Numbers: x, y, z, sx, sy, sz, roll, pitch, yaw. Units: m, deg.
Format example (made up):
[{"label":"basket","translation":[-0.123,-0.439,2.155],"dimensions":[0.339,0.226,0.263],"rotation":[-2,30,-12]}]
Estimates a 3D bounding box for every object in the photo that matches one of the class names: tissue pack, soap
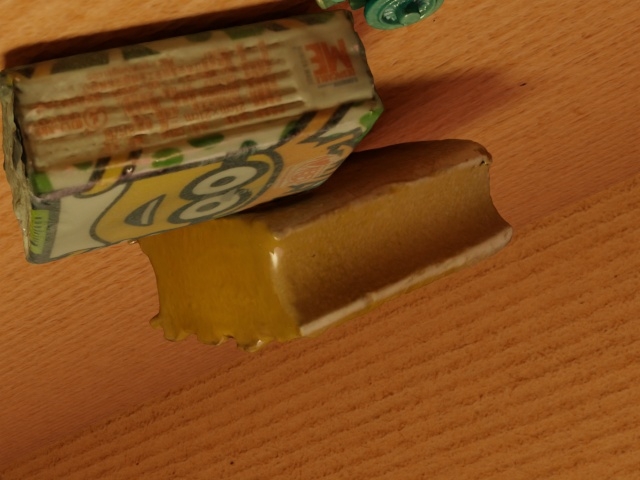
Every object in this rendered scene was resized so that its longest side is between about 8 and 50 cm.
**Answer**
[{"label":"tissue pack","translation":[-0.125,-0.091,1.034],"dimensions":[0.310,0.128,0.228],"rotation":[-14,169,-18]},{"label":"soap","translation":[0.000,0.000,1.299],"dimensions":[0.335,0.156,0.293],"rotation":[-21,-171,-33]}]

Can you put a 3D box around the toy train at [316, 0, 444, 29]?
[{"label":"toy train","translation":[0.074,-0.232,0.803],"dimensions":[0.197,0.107,0.154],"rotation":[-21,160,10]}]
